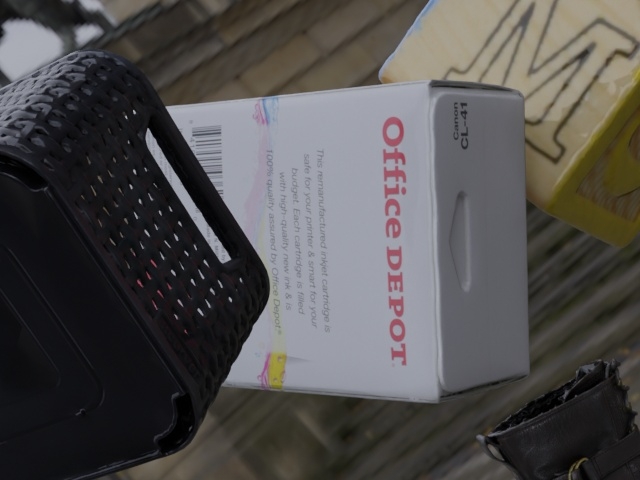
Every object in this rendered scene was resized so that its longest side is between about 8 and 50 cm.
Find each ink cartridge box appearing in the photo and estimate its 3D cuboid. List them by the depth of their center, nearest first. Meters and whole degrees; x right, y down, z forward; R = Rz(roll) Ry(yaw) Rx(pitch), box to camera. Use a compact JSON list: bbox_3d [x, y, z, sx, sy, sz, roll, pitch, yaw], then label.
[{"bbox_3d":[0.000,0.000,1.060,0.306,0.226,0.131,1,4,38],"label":"ink cartridge box"}]

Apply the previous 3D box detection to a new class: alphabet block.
[{"bbox_3d":[0.206,-0.136,1.132,0.193,0.197,0.192,-55,-33,12],"label":"alphabet block"}]

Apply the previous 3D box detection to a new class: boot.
[{"bbox_3d":[0.289,0.211,1.208,0.263,0.229,0.091,-22,2,-17],"label":"boot"}]

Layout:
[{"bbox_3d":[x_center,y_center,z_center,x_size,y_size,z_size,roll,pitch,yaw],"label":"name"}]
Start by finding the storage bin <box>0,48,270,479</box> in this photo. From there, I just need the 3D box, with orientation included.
[{"bbox_3d":[-0.125,0.025,0.499,0.180,0.122,0.084,-21,22,28],"label":"storage bin"}]
